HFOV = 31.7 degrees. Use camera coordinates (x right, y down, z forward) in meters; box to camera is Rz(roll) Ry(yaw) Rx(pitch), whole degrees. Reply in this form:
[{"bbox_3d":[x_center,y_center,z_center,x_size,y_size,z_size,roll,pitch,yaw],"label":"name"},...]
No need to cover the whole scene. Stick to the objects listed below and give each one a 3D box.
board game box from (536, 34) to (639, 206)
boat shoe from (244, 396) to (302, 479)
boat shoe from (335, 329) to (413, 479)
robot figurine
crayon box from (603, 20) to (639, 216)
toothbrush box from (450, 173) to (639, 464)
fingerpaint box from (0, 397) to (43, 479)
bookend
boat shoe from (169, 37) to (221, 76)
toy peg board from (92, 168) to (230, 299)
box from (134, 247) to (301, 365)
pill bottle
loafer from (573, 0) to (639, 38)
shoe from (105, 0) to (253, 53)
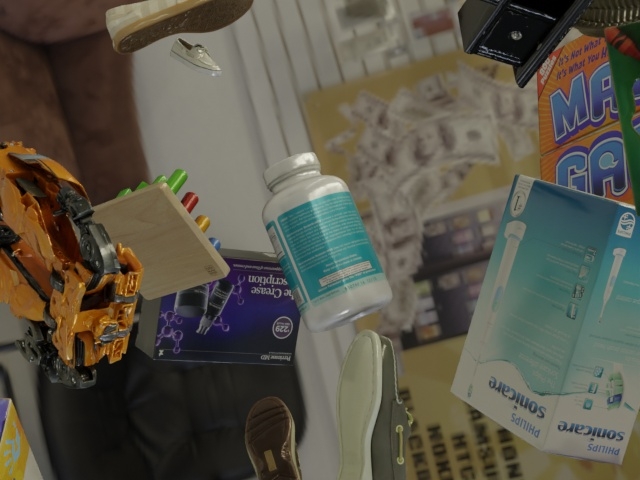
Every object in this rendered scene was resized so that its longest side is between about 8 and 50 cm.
[{"bbox_3d":[0.610,-0.162,1.861,0.356,0.356,0.357,155,-63,-62],"label":"board game box"},{"bbox_3d":[-0.082,0.406,2.071,0.257,0.095,0.095,-100,174,-50],"label":"boat shoe"},{"bbox_3d":[0.084,0.287,1.668,0.109,0.091,0.305,-9,-104,61],"label":"boat shoe"},{"bbox_3d":[-0.280,0.019,1.185,0.291,0.085,0.211,40,-56,38],"label":"robot figurine"},{"bbox_3d":[0.422,-0.118,1.011,0.081,0.318,0.202,-39,118,-59],"label":"crayon box"},{"bbox_3d":[0.295,0.089,1.355,0.216,0.126,0.296,25,-80,64],"label":"toothbrush box"},{"bbox_3d":[-0.456,0.466,1.349,0.371,0.163,0.445,92,1,-53],"label":"fingerpaint box"},{"bbox_3d":[0.168,-0.244,1.096,0.156,0.157,0.072,126,-31,-46],"label":"bookend"},{"bbox_3d":[-0.180,-0.270,1.645,0.035,0.100,0.035,-3,119,-49],"label":"boat shoe"},{"bbox_3d":[-0.216,-0.016,1.567,0.161,0.161,0.079,55,40,-24],"label":"toy peg board"},{"bbox_3d":[-0.166,0.110,1.916,0.103,0.261,0.184,25,-73,60],"label":"box"},{"bbox_3d":[0.000,0.000,1.755,0.146,0.146,0.264,21,46,-77],"label":"pill bottle"},{"bbox_3d":[0.326,-0.224,1.140,0.050,0.147,0.056,59,36,-60],"label":"loafer"},{"bbox_3d":[-0.200,-0.328,1.600,0.058,0.219,0.077,61,-20,23],"label":"shoe"}]
